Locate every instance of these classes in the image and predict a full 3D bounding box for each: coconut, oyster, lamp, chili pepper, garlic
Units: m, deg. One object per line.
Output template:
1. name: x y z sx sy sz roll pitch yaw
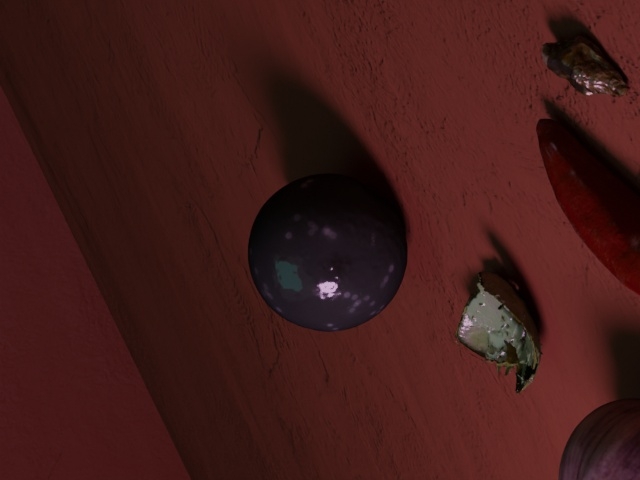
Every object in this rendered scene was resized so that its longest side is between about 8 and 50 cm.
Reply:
1. coconut: 0.195 0.094 1.996 0.133 0.055 0.158 56 162 3
2. oyster: 0.223 -0.148 1.611 0.093 0.034 0.051 16 141 57
3. lamp: 0.017 0.008 2.204 0.182 0.182 0.314 59 -171 0
4. chili pepper: 0.269 -0.010 1.657 0.063 0.071 0.272 20 -155 -51
5. garlic: 0.294 0.289 1.767 0.245 0.253 0.245 50 167 15
